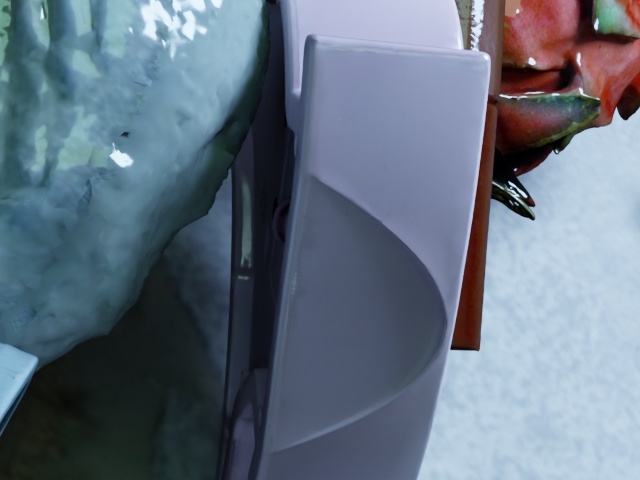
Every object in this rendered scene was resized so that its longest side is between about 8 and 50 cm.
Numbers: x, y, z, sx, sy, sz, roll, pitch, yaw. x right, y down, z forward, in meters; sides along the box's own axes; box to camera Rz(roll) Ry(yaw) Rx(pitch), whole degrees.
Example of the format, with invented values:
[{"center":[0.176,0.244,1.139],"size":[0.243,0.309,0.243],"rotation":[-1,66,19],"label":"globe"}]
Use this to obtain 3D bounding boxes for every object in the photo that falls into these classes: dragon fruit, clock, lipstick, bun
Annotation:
[{"center":[0.089,-0.128,1.035],"size":[0.274,0.192,0.193],"rotation":[-29,27,0],"label":"dragon fruit"},{"center":[0.000,0.000,0.850],"size":[0.080,0.290,0.275],"rotation":[3,26,-10],"label":"clock"},{"center":[0.068,-0.122,0.921],"size":[0.057,0.057,0.356],"rotation":[6,84,-23],"label":"lipstick"},{"center":[-0.191,-0.073,0.803],"size":[0.354,0.194,0.354],"rotation":[-5,72,16],"label":"bun"}]

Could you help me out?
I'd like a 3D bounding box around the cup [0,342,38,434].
[{"center":[-0.305,0.094,0.596],"size":[0.311,0.331,0.257],"rotation":[31,42,-5],"label":"cup"}]
